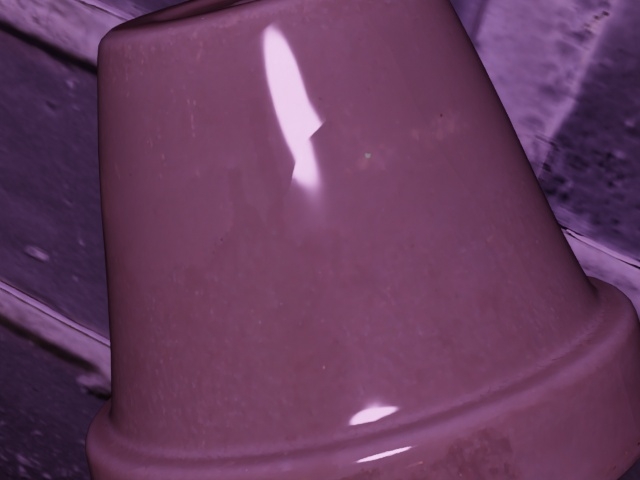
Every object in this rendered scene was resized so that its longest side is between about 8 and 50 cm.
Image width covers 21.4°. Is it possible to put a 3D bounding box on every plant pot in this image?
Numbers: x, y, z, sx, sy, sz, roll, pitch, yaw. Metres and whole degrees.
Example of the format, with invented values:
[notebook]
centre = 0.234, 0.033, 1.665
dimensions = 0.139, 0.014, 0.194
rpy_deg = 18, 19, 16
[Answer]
[plant pot]
centre = 0.000, 0.000, 0.757
dimensions = 0.263, 0.263, 0.229
rpy_deg = -5, 106, 36
